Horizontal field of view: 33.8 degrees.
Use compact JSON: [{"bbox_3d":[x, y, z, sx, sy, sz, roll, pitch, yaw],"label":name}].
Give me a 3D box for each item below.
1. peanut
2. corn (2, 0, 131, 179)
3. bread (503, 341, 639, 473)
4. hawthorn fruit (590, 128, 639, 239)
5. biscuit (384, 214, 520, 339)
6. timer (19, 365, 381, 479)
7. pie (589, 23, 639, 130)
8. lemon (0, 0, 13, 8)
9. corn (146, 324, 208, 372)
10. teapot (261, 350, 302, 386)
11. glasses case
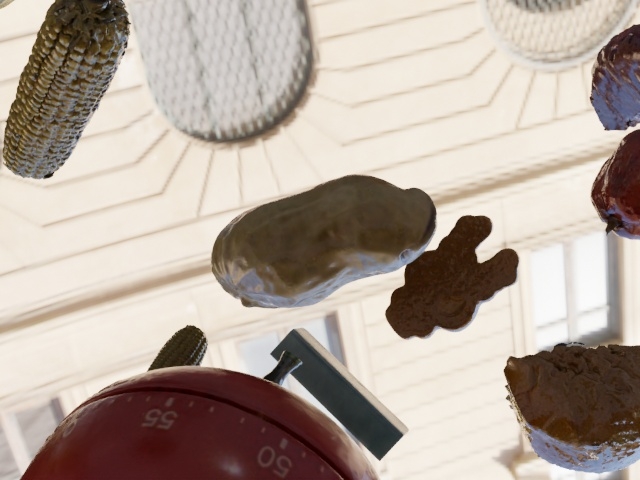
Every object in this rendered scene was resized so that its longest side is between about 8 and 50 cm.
[{"bbox_3d":[0.000,-0.003,1.487,0.340,0.158,0.174,-25,-173,14],"label":"peanut"},{"bbox_3d":[-0.320,-0.196,1.313,0.115,0.318,0.115,18,-132,-21],"label":"corn"},{"bbox_3d":[0.359,0.224,1.372,0.229,0.143,0.139,-5,-132,3],"label":"bread"},{"bbox_3d":[0.516,-0.093,1.672,0.179,0.173,0.173,-30,-157,19],"label":"hawthorn fruit"},{"bbox_3d":[0.208,0.070,1.708,0.236,0.040,0.144,-41,-110,12],"label":"biscuit"},{"bbox_3d":[-0.107,0.301,0.996,0.378,0.378,0.279,2,-153,21],"label":"timer"},{"bbox_3d":[0.373,-0.130,1.112,0.054,0.204,0.218,-36,-111,-14],"label":"pie"},{"bbox_3d":[-0.324,-0.301,0.827,0.233,0.288,0.233,-20,177,-1],"label":"lemon"},{"bbox_3d":[-0.249,0.237,1.657,0.080,0.080,0.231,9,-126,31],"label":"corn"},{"bbox_3d":[-0.070,0.202,1.493,0.043,0.043,0.110,15,-127,38],"label":"teapot"},{"bbox_3d":[0.042,0.257,1.849,0.266,0.056,0.105,43,-149,11],"label":"glasses case"}]
